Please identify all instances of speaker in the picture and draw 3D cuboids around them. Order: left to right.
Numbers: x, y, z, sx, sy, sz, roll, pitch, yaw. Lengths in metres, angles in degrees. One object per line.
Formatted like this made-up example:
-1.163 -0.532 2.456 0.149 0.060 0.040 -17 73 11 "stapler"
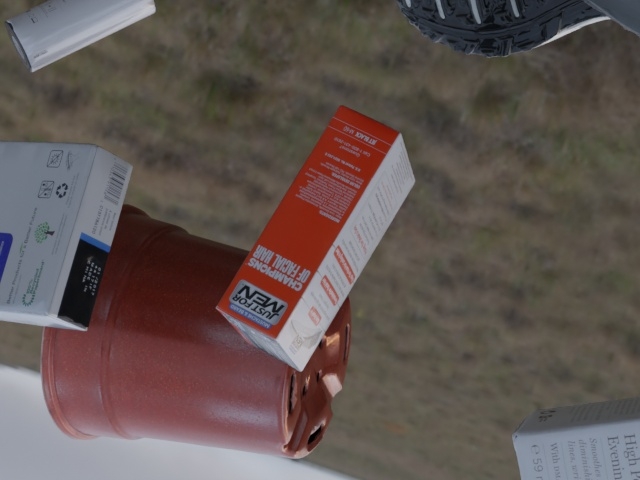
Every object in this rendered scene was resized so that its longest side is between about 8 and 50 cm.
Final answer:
-0.227 -0.213 1.246 0.055 0.136 0.055 54 164 24 "speaker"

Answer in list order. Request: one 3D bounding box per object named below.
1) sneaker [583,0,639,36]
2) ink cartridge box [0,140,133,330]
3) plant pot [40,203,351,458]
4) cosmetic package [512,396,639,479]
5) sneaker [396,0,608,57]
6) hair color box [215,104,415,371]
0.150 -0.253 0.551 0.447 0.257 0.169 40 -152 13 "sneaker"
-0.338 -0.012 1.255 0.332 0.165 0.065 6 166 33 "ink cartridge box"
-0.121 0.115 1.440 0.265 0.272 0.272 10 168 20 "plant pot"
0.260 0.164 0.895 0.231 0.117 0.085 -11 -178 20 "cosmetic package"
0.189 -0.210 1.021 0.271 0.100 0.108 -4 -157 19 "sneaker"
0.000 0.000 0.920 0.053 0.167 0.093 26 167 18 "hair color box"
